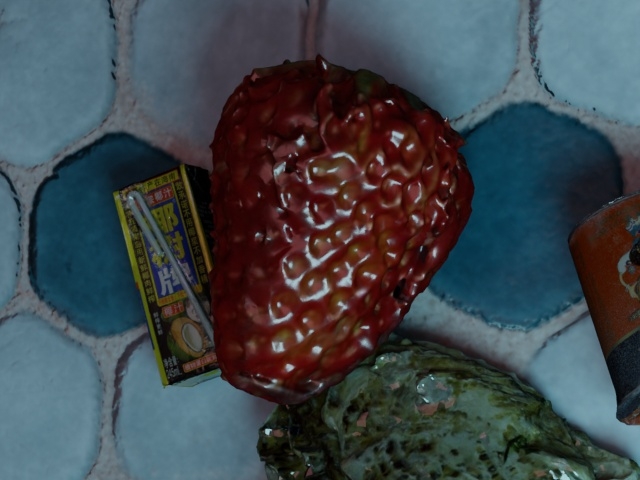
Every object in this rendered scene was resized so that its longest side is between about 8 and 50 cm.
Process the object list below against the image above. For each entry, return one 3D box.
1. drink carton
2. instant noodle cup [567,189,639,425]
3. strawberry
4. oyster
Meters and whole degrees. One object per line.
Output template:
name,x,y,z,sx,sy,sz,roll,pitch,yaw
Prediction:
drink carton,-0.107,0.028,1.497,0.071,0.056,0.166,-21,79,19
instant noodle cup,0.237,0.042,1.309,0.127,0.127,0.136,-30,65,20
strawberry,0.000,0.000,1.365,0.205,0.205,0.244,17,82,24
oyster,0.081,0.174,1.385,0.267,0.112,0.198,30,78,31
